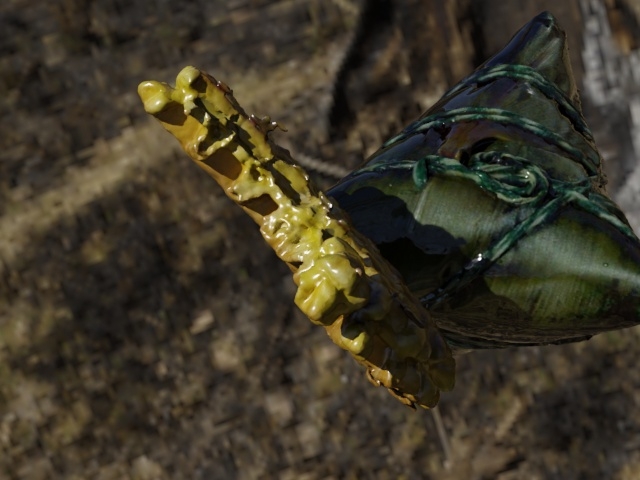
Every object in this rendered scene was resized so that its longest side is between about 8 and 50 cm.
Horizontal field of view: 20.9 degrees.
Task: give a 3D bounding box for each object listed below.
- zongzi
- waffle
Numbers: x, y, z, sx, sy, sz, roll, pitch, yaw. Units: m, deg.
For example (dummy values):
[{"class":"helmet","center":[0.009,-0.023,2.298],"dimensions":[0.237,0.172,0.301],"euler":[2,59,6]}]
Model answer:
[{"class":"zongzi","center":[0.140,0.023,1.590],"dimensions":[0.319,0.362,0.383],"euler":[15,32,5]},{"class":"waffle","center":[0.000,0.000,1.244],"dimensions":[0.069,0.260,0.293],"euler":[-40,58,5]}]
